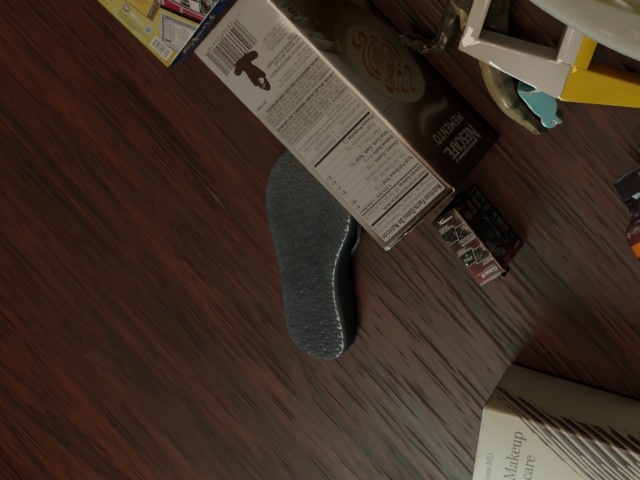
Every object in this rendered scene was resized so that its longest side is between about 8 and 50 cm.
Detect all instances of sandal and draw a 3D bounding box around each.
[{"bbox_3d":[-0.001,0.000,1.488,0.097,0.054,0.254,21,131,24],"label":"sandal"}]

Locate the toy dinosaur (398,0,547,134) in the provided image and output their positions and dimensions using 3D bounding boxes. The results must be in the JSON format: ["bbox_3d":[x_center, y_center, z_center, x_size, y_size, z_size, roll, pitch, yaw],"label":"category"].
[{"bbox_3d":[0.121,-0.209,1.320,0.118,0.064,0.268,-3,115,20],"label":"toy dinosaur"}]

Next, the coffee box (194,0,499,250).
[{"bbox_3d":[0.027,-0.129,1.354,0.246,0.141,0.098,45,124,-1],"label":"coffee box"}]

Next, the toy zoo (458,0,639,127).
[{"bbox_3d":[0.233,-0.225,1.244,0.192,0.030,0.293,15,121,0],"label":"toy zoo"}]

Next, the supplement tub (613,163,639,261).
[{"bbox_3d":[0.331,0.014,1.287,0.106,0.106,0.198,-36,83,34],"label":"supplement tub"}]

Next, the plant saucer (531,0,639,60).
[{"bbox_3d":[0.182,-0.281,1.042,0.400,0.400,0.100,41,81,3],"label":"plant saucer"}]

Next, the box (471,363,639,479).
[{"bbox_3d":[0.287,0.215,1.418,0.275,0.094,0.113,14,118,19],"label":"box"}]

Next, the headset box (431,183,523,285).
[{"bbox_3d":[0.148,-0.003,1.401,0.032,0.062,0.083,-35,96,34],"label":"headset box"}]

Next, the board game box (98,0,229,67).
[{"bbox_3d":[-0.180,-0.305,1.428,0.243,0.042,0.165,44,124,1],"label":"board game box"}]
